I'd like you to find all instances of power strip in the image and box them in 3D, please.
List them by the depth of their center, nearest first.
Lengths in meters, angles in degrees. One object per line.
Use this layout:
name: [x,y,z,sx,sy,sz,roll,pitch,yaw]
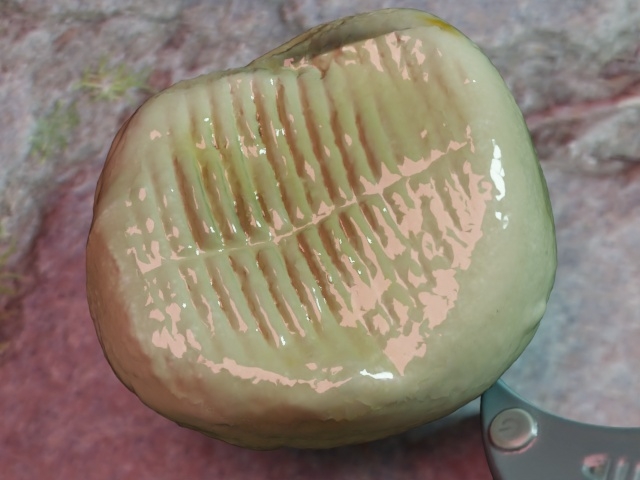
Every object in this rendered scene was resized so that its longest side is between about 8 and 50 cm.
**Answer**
power strip: [0.153,0.095,0.678,0.216,0.044,0.137,-18,51,11]

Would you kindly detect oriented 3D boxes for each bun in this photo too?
bun: [0.000,0.000,0.740,0.229,0.145,0.229,-2,66,4]
